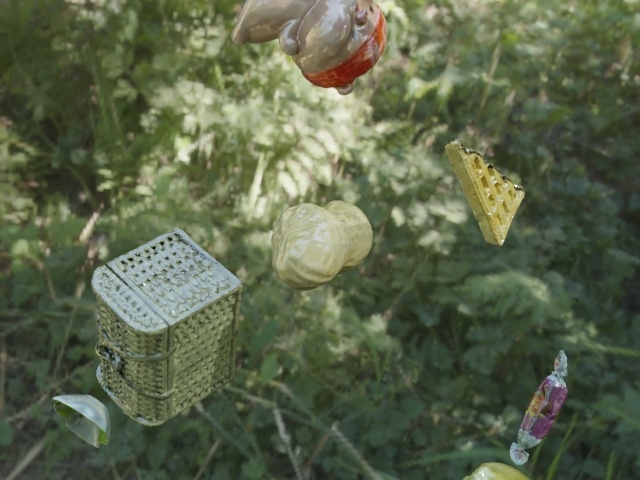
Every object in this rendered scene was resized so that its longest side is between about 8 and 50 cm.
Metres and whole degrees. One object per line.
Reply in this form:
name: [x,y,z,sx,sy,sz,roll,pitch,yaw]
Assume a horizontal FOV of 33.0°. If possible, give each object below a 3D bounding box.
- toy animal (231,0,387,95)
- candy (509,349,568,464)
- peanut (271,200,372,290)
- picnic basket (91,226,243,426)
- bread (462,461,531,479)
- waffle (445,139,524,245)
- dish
toy animal: [-0.005,-0.298,1.479,0.198,0.171,0.171,27,37,-6]
candy: [0.317,0.240,1.538,0.043,0.175,0.045,27,0,-22]
peanut: [0.000,0.000,1.598,0.125,0.111,0.274,41,18,10]
picnic basket: [-0.200,0.115,1.346,0.154,0.196,0.134,-31,58,-33]
bread: [0.160,0.246,0.954,0.103,0.156,0.110,42,42,8]
waffle: [0.183,-0.077,1.196,0.023,0.152,0.097,-4,41,35]
dish: [-0.321,0.244,1.502,0.091,0.137,0.039,32,64,6]
